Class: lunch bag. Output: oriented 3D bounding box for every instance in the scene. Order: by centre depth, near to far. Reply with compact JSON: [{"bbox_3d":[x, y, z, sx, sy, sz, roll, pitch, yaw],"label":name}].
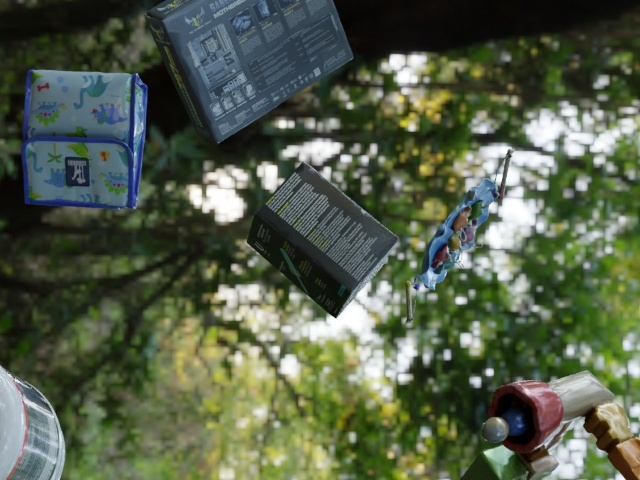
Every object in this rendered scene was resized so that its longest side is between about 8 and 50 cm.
[{"bbox_3d":[-0.266,-0.112,1.520,0.096,0.128,0.151,54,39,-86],"label":"lunch bag"}]

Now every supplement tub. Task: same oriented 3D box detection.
[{"bbox_3d":[-0.421,0.242,1.628,0.272,0.191,0.191,80,7,-74],"label":"supplement tub"}]

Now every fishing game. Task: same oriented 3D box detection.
[{"bbox_3d":[0.203,-0.005,1.920,0.264,0.041,0.189,-50,160,-23],"label":"fishing game"}]

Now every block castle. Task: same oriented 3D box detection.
[{"bbox_3d":[0.253,0.405,1.698,0.303,0.212,0.453,56,-42,27],"label":"block castle"}]

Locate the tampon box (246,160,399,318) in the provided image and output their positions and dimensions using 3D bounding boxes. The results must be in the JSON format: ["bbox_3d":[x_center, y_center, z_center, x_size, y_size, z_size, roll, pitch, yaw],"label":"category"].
[{"bbox_3d":[0.000,0.000,1.756,0.101,0.161,0.120,-48,174,-20],"label":"tampon box"}]

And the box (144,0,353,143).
[{"bbox_3d":[-0.087,-0.261,1.732,0.059,0.232,0.183,28,-33,52],"label":"box"}]
